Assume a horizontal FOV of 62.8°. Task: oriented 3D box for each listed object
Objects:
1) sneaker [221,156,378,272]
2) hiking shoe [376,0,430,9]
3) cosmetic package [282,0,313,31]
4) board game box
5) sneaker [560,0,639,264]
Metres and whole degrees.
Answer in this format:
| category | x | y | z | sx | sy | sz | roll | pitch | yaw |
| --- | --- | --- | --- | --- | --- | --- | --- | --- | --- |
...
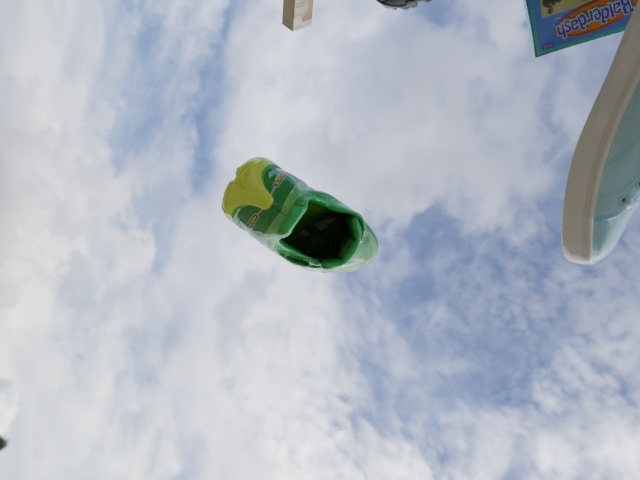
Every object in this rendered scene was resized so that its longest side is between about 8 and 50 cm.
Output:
| category | x | y | z | sx | sy | sz | roll | pitch | yaw |
| --- | --- | --- | --- | --- | --- | --- | --- | --- | --- |
| sneaker | 0.000 | 0.000 | 0.641 | 0.123 | 0.295 | 0.109 | 37 | -83 | 31 |
| hiking shoe | 0.147 | -0.368 | 0.534 | 0.304 | 0.132 | 0.113 | -26 | -132 | 43 |
| cosmetic package | -0.048 | -0.530 | 1.157 | 0.041 | 0.060 | 0.115 | 43 | -30 | 24 |
| board game box | 0.377 | -0.397 | 0.768 | 0.160 | 0.047 | 0.210 | -11 | -74 | 20 |
| sneaker | 0.387 | -0.124 | 0.580 | 0.150 | 0.135 | 0.366 | 27 | -64 | 36 |
